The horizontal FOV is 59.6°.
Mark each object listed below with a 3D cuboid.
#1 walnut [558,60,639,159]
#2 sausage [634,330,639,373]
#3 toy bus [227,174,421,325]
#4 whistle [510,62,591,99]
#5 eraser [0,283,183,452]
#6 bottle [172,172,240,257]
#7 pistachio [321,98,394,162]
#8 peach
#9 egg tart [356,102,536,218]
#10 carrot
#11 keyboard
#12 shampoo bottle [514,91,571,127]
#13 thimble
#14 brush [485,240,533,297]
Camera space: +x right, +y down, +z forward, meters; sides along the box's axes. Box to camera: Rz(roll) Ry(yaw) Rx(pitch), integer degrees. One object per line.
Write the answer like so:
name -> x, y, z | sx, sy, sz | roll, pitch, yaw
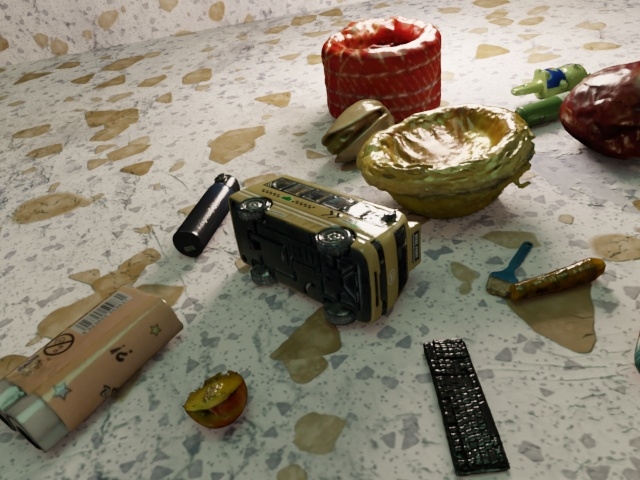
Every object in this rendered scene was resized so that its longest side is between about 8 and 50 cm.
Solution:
walnut -> 0.699, -0.291, 1.251 | 0.244, 0.221, 0.269 | 13, 20, -23
sausage -> 0.518, 0.124, 0.829 | 0.083, 0.083, 0.264 | 15, 45, 31
toy bus -> 0.000, 0.000, 1.043 | 0.365, 0.176, 0.202 | 23, 42, 39
whistle -> 0.641, -0.439, 1.552 | 0.228, 0.085, 0.105 | -13, 27, -2
eraser -> -0.398, 0.200, 0.948 | 0.171, 0.087, 0.290 | 13, 41, 33
bottle -> -0.254, -0.066, 1.275 | 0.072, 0.082, 0.244 | -4, 35, 21
pistachio -> 0.101, -0.281, 1.441 | 0.215, 0.144, 0.144 | -34, 41, -19
peach -> -0.152, 0.245, 0.843 | 0.098, 0.061, 0.098 | -19, 15, 5
egg tart -> 0.271, -0.166, 1.209 | 0.388, 0.169, 0.387 | -9, 33, 6
carrot -> 0.405, 0.067, 0.958 | 0.171, 0.042, 0.042 | -15, 36, -7
keyboard -> 0.204, 0.228, 0.808 | 0.072, 0.023, 0.231 | -7, 36, 1
shampoo bottle -> 0.561, -0.329, 1.446 | 0.205, 0.065, 0.065 | -19, 37, -11
thimble -> 0.183, -0.489, 1.617 | 0.350, 0.230, 0.350 | -6, 36, 4
brush -> 0.352, 0.048, 1.022 | 0.051, 0.014, 0.164 | 20, 45, 33
